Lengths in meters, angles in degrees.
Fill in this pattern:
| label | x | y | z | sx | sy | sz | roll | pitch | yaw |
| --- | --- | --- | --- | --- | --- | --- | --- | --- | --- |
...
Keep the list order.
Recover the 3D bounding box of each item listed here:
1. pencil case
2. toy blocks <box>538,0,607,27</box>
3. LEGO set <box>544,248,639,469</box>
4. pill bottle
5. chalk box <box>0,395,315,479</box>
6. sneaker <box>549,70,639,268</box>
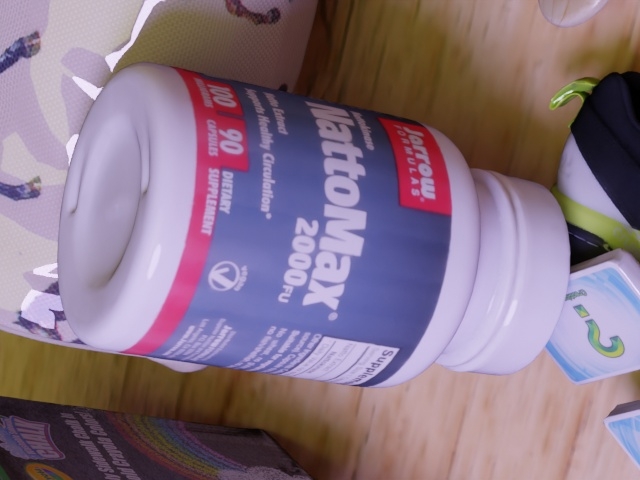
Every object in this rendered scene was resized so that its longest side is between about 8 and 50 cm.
| label | x | y | z | sx | sy | sz | roll | pitch | yaw |
| --- | --- | --- | --- | --- | --- | --- | --- | --- | --- |
| pencil case | -0.081 | -0.155 | 0.770 | 0.183 | 0.160 | 0.410 | 20 | 109 | 14 |
| toy blocks | 0.070 | -0.160 | 0.705 | 0.123 | 0.148 | 0.054 | -53 | 33 | 25 |
| LEGO set | 0.182 | 0.074 | 0.662 | 0.182 | 0.060 | 0.244 | 51 | 150 | -9 |
| pill bottle | 0.000 | 0.000 | 0.708 | 0.108 | 0.180 | 0.108 | -31 | 54 | 57 |
| chalk box | -0.110 | 0.152 | 0.794 | 0.132 | 0.213 | 0.132 | 36 | 114 | 61 |
| sneaker | 0.192 | -0.013 | 0.707 | 0.234 | 0.084 | 0.097 | 15 | 106 | 23 |
